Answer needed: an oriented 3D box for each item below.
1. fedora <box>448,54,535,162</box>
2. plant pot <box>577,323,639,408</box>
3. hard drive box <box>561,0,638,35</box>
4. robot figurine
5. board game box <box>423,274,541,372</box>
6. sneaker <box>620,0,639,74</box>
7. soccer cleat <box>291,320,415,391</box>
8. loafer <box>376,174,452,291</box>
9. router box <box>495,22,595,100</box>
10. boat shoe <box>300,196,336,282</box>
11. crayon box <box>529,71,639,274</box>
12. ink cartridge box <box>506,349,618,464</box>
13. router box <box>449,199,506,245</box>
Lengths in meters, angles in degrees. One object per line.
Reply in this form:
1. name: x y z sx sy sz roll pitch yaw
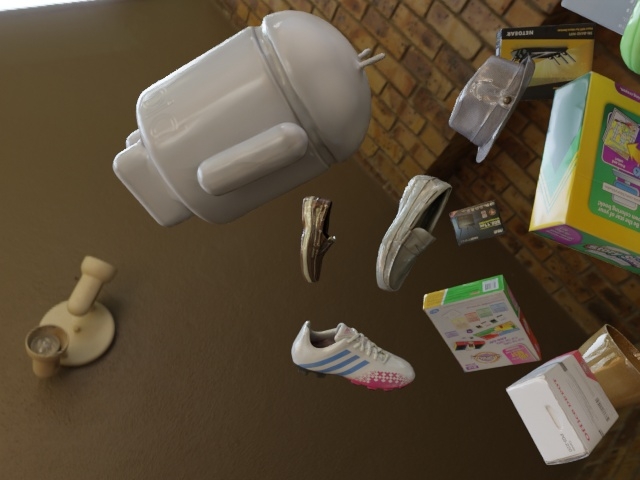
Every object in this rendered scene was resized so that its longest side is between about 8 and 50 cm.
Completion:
1. fedora: 0.410 -0.346 1.199 0.124 0.275 0.243 28 -156 4
2. plant pot: 0.863 0.429 1.487 0.237 0.254 0.237 32 -150 -21
3. hard drive box: 0.714 -0.559 1.091 0.181 0.089 0.232 -29 -125 -18
4. robot figurine: -0.085 -0.152 0.617 0.354 0.199 0.299 -27 -145 9
5. board game box: 0.490 0.263 1.449 0.316 0.242 0.064 55 -147 -26
6. sneaker: 0.577 -0.416 0.596 0.185 0.482 0.202 -38 -122 -20
7. soccer cleat: 0.094 0.290 1.225 0.332 0.143 0.116 10 -163 -7
8. loafer: 0.238 -0.013 1.227 0.112 0.319 0.112 22 -178 42
9. router box: 0.773 -0.614 1.671 0.309 0.242 0.081 -1 -167 7
10. boat shoe: -0.002 0.001 1.399 0.095 0.257 0.095 3 -170 15
11. crayon box: 0.618 -0.113 0.958 0.363 0.106 0.312 19 -101 -15
12. ink cartridge box: 0.497 0.333 0.978 0.218 0.092 0.158 -3 -118 -47
13. router box: 0.408 -0.045 1.247 0.038 0.123 0.092 1 -107 -74
